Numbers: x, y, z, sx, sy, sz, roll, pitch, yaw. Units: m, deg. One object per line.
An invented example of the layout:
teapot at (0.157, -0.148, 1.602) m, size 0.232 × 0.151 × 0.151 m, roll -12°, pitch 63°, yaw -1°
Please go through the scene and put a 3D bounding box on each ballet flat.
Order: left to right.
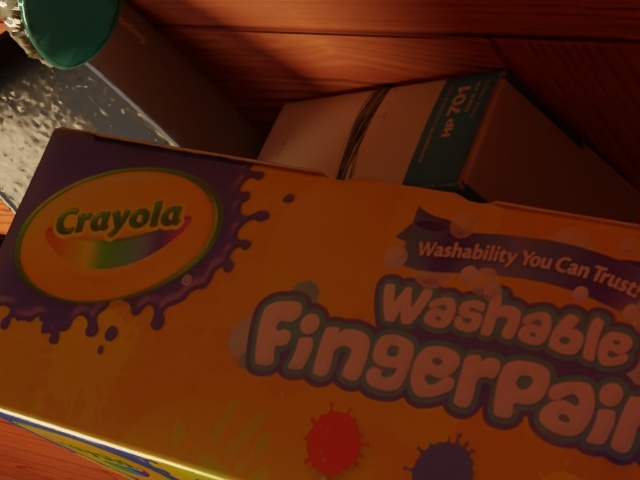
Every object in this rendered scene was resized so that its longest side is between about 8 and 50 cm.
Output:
ballet flat at (-0.148, -0.178, 0.807) m, size 0.077 × 0.091 × 0.241 m, roll 48°, pitch 163°, yaw 18°

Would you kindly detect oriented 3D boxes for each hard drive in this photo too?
hard drive at (-0.117, -0.035, 1.018) m, size 0.172 × 0.054 × 0.254 m, roll -24°, pitch 122°, yaw 35°

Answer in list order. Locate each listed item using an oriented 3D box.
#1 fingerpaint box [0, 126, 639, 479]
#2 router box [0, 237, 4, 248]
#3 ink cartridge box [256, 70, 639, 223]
fingerpaint box at (0.096, 0.115, 0.823) m, size 0.445 × 0.163 × 0.371 m, roll 11°, pitch 163°, yaw 34°
router box at (-0.272, 0.056, 1.556) m, size 0.133 × 0.046 × 0.179 m, roll 10°, pitch 157°, yaw 31°
ink cartridge box at (0.069, -0.024, 0.944) m, size 0.139 × 0.082 × 0.191 m, roll 37°, pitch 157°, yaw -34°
